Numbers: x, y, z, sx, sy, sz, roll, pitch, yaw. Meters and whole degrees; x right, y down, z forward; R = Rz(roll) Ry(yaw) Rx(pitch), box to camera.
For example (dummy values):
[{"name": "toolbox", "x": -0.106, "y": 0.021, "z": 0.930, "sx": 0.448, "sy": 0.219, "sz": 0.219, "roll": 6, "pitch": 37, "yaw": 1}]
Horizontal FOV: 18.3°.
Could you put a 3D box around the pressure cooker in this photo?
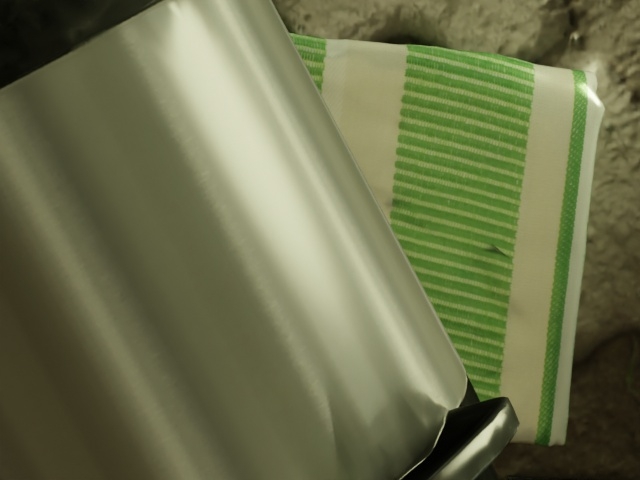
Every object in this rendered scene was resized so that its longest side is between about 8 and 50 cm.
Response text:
[{"name": "pressure cooker", "x": -0.121, "y": 0.090, "z": 0.981, "sx": 0.375, "sy": 0.370, "sz": 0.420, "roll": -29, "pitch": 98, "yaw": -5}]

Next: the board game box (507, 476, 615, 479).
[{"name": "board game box", "x": 0.206, "y": 0.215, "z": 1.270, "sx": 0.186, "sy": 0.026, "sz": 0.126, "roll": 3, "pitch": 102, "yaw": -8}]

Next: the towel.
[{"name": "towel", "x": 0.000, "y": 0.000, "z": 1.191, "sx": 0.325, "sy": 0.038, "sz": 0.248, "roll": 4, "pitch": 100, "yaw": -7}]
